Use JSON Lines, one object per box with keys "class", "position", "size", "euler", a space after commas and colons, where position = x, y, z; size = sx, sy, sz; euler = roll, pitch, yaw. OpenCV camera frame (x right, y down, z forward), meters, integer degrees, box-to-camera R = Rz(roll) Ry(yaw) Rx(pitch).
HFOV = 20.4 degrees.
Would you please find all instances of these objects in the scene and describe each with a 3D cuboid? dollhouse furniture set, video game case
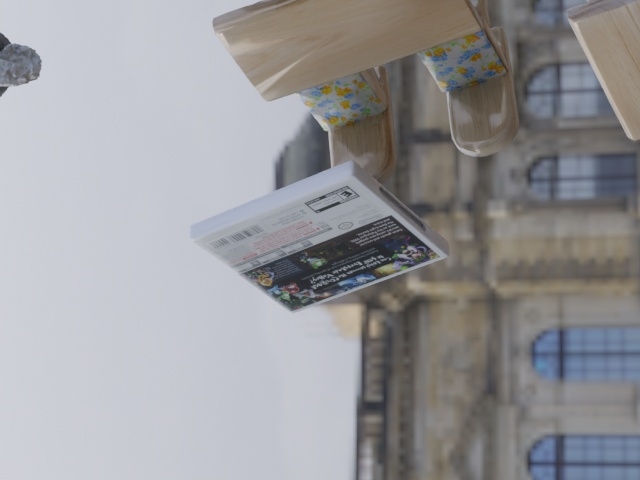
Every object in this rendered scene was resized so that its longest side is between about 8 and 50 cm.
{"class": "dollhouse furniture set", "position": [0.106, -0.192, 1.572], "size": [0.362, 0.394, 0.256], "euler": [52, -152, -49]}
{"class": "video game case", "position": [0.000, 0.000, 1.721], "size": [0.173, 0.190, 0.022], "euler": [39, -140, -44]}

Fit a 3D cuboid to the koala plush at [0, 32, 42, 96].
{"class": "koala plush", "position": [-0.454, -0.202, 2.088], "size": [0.221, 0.196, 0.203], "euler": [-6, -88, -38]}
